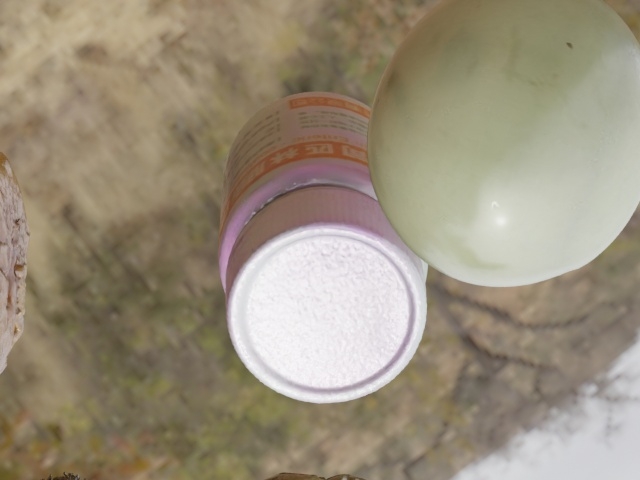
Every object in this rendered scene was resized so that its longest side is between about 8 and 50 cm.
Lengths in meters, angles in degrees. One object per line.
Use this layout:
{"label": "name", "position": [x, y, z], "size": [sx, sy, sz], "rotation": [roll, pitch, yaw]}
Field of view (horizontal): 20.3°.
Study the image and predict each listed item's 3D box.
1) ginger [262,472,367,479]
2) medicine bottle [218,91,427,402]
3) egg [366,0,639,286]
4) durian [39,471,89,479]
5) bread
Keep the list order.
{"label": "ginger", "position": [0.012, 0.215, 1.321], "size": [0.333, 0.080, 0.166], "rotation": [9, 140, -24]}
{"label": "medicine bottle", "position": [0.000, 0.000, 1.875], "size": [0.219, 0.219, 0.388], "rotation": [-39, -162, 15]}
{"label": "egg", "position": [0.146, -0.083, 1.359], "size": [0.269, 0.219, 0.219], "rotation": [-58, -173, -36]}
{"label": "durian", "position": [-0.244, 0.257, 1.584], "size": [0.071, 0.110, 0.140], "rotation": [71, 34, -44]}
{"label": "bread", "position": [-0.449, 0.033, 2.148], "size": [0.172, 0.312, 0.312], "rotation": [1, 178, 6]}
